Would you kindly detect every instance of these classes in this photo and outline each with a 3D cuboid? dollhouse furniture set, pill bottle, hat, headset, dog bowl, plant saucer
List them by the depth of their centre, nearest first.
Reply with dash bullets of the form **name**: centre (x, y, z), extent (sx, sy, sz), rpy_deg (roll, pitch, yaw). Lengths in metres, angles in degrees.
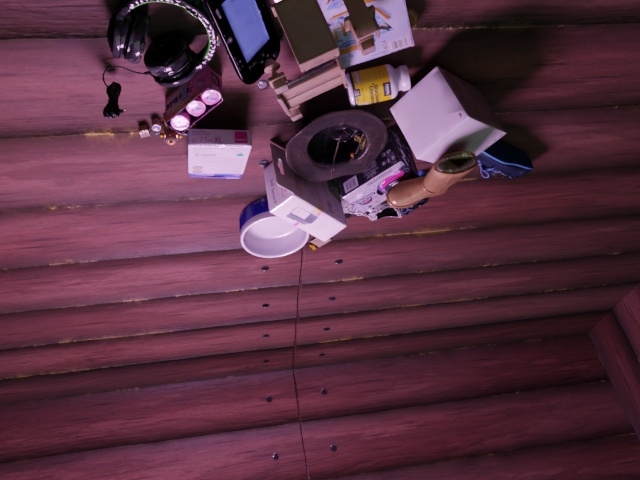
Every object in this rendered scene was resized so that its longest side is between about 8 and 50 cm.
- **headset**: centre (-0.435, -0.467, 1.404), extent (0.394, 0.185, 0.243), rpy_deg (-25, 143, 36)
- **dollhouse furniture set**: centre (-0.003, -0.504, 1.485), extent (0.303, 0.174, 0.355), rpy_deg (-23, 174, 4)
- **plant saucer**: centre (0.235, -0.608, 1.539), extent (0.083, 0.015, 0.083), rpy_deg (-7, 144, -5)
- **pill bottle**: centre (0.170, -0.465, 1.646), extent (0.184, 0.103, 0.103), rpy_deg (-13, 145, 3)
- **hat**: centre (0.040, -0.336, 1.768), extent (0.331, 0.134, 0.331), rpy_deg (-11, 148, -7)
- **dog bowl**: centre (-0.180, -0.049, 2.133), extent (0.264, 0.104, 0.265), rpy_deg (-7, 145, -5)

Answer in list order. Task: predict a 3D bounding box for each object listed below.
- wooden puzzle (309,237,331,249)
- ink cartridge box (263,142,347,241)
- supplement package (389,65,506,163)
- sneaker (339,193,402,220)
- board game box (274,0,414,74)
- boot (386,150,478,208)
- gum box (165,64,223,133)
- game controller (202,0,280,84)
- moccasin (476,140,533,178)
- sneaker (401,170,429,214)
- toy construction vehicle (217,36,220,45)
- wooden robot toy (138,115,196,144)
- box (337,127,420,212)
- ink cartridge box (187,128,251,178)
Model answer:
- **wooden puzzle**: centre (0.000, 0.000, 2.332), extent (0.116, 0.014, 0.078), rpy_deg (-26, 147, 21)
- **ink cartridge box**: centre (-0.077, -0.162, 1.912), extent (0.119, 0.207, 0.353), rpy_deg (-34, 138, 27)
- **supplement package**: centre (0.395, -0.369, 1.706), extent (0.262, 0.198, 0.199), rpy_deg (3, 146, -49)
- **sneaker**: centre (0.185, -0.131, 2.107), extent (0.281, 0.115, 0.105), rpy_deg (-4, 145, -9)
- **board game box**: centre (0.062, -0.603, 1.442), extent (0.318, 0.066, 0.318), rpy_deg (-14, 145, 10)
- **boot**: centre (0.336, -0.191, 1.723), extent (0.236, 0.089, 0.269), rpy_deg (-20, 173, -6)
- **gum box**: centre (-0.359, -0.405, 1.580), extent (0.188, 0.107, 0.062), rpy_deg (-30, 141, 25)
- **game controller**: centre (-0.195, -0.552, 1.394), extent (0.067, 0.167, 0.319), rpy_deg (17, 155, 26)
- **moccasin**: centre (0.637, -0.280, 2.009), extent (0.341, 0.138, 0.117), rpy_deg (16, 141, -32)
- **sneaker**: centre (0.367, -0.162, 2.137), extent (0.081, 0.091, 0.232), rpy_deg (0, 143, -16)
- **toy construction vehicle**: centre (-0.238, -0.543, 1.483), extent (0.085, 0.035, 0.098), rpy_deg (13, 138, -30)
- **wooden robot toy**: centre (-0.465, -0.328, 1.685), extent (0.173, 0.079, 0.076), rpy_deg (-2, 144, -14)
- **box**: centre (0.196, -0.236, 1.921), extent (0.247, 0.164, 0.142), rpy_deg (-31, 141, 27)
- **ink cartridge box**: centre (-0.327, -0.269, 1.755), extent (0.185, 0.065, 0.311), rpy_deg (-1, 167, -14)
